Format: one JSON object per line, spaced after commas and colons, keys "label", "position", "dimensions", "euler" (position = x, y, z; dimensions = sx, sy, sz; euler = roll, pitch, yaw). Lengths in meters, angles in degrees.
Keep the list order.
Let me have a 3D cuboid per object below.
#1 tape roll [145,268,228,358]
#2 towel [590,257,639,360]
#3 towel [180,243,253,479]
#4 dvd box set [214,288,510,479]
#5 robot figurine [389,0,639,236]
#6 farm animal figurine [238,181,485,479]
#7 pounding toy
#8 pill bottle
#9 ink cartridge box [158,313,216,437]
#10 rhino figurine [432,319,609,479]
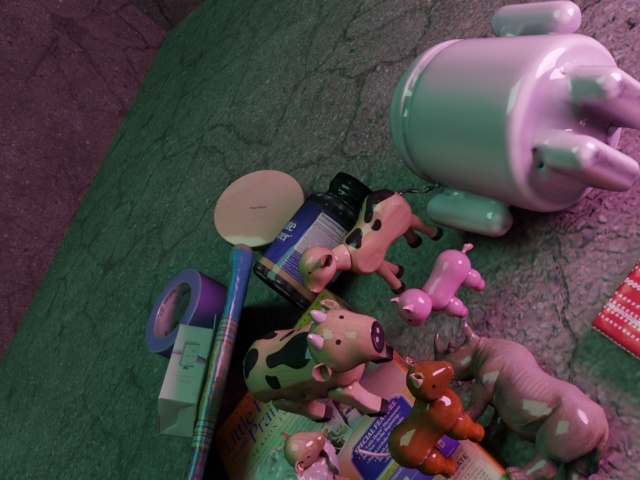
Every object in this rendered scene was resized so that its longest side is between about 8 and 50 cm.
{"label": "tape roll", "position": [-0.280, 0.160, 1.168], "dimensions": [0.189, 0.080, 0.189], "euler": [-31, 42, 33]}
{"label": "towel", "position": [0.407, 0.023, 0.492], "dimensions": [0.275, 0.031, 0.199], "euler": [-54, 36, 6]}
{"label": "towel", "position": [-0.170, 0.221, 0.900], "dimensions": [0.271, 0.040, 0.370], "euler": [111, 170, -58]}
{"label": "dvd box set", "position": [0.024, 0.285, 0.712], "dimensions": [0.308, 0.062, 0.420], "euler": [-54, 35, 3]}
{"label": "robot figurine", "position": [0.225, -0.153, 0.705], "dimensions": [0.353, 0.199, 0.300], "euler": [29, 100, 55]}
{"label": "farm animal figurine", "position": [0.023, 0.109, 0.641], "dimensions": [0.326, 0.172, 0.330], "euler": [-37, 38, 29]}
{"label": "pounding toy", "position": [-0.086, -0.029, 1.093], "dimensions": [0.236, 0.110, 0.183], "euler": [22, 66, 26]}
{"label": "pill bottle", "position": [0.000, 0.000, 0.912], "dimensions": [0.219, 0.123, 0.122], "euler": [-52, 34, -10]}
{"label": "ink cartridge box", "position": [-0.237, 0.236, 1.002], "dimensions": [0.198, 0.067, 0.115], "euler": [-86, 8, -50]}
{"label": "rhino figurine", "position": [0.197, 0.164, 0.593], "dimensions": [0.106, 0.073, 0.243], "euler": [-56, 33, 6]}
